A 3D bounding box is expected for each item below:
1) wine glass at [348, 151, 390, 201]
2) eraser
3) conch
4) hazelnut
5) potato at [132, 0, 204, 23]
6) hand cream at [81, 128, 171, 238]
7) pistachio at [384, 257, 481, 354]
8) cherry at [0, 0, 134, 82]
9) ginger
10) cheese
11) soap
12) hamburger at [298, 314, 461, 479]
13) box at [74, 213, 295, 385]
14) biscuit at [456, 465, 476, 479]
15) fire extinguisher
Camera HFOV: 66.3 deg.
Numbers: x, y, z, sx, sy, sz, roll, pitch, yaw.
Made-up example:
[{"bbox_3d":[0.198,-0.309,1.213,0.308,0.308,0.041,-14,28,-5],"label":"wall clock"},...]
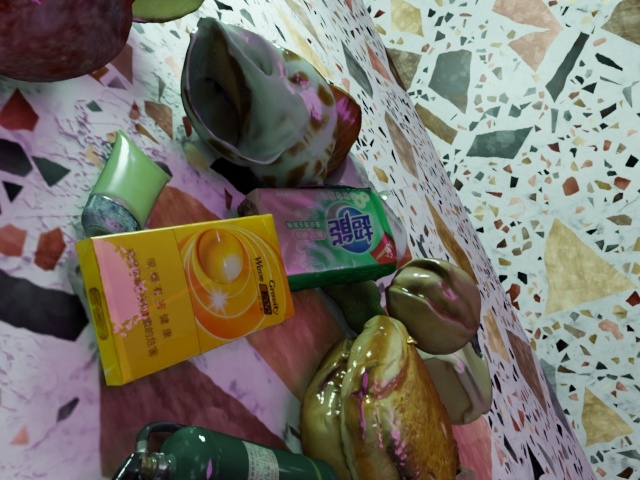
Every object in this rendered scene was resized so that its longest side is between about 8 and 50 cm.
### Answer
[{"bbox_3d":[0.110,-0.172,1.331,0.198,0.066,0.066,42,32,-34],"label":"wine glass"},{"bbox_3d":[0.106,-0.082,1.202,0.270,0.094,0.174,49,26,-28],"label":"eraser"},{"bbox_3d":[-0.090,-0.200,0.840,0.368,0.197,0.249,49,61,-20],"label":"conch"},{"bbox_3d":[0.002,-0.243,1.062,0.210,0.186,0.210,62,9,-18],"label":"hazelnut"},{"bbox_3d":[-0.340,-0.485,0.750,0.269,0.112,0.255,1,60,-64],"label":"potato"},{"bbox_3d":[-0.238,-0.058,0.602,0.095,0.045,0.175,47,25,-34],"label":"hand cream"},{"bbox_3d":[0.207,0.122,0.910,0.181,0.162,0.293,28,-6,21],"label":"pistachio"},{"bbox_3d":[-0.305,-0.268,0.526,0.175,0.192,0.250,15,52,-7],"label":"cherry"},{"bbox_3d":[0.096,0.144,0.976,0.290,0.089,0.137,53,5,-8],"label":"ginger"},{"bbox_3d":[0.317,0.301,1.181,0.266,0.127,0.233,62,26,-4],"label":"cheese"},{"bbox_3d":[-0.001,0.001,0.838,0.273,0.098,0.218,-3,70,-38],"label":"soap"},{"bbox_3d":[0.104,0.285,0.744,0.284,0.174,0.304,56,27,-6],"label":"hamburger"},{"bbox_3d":[-0.141,0.055,0.589,0.269,0.043,0.153,-14,91,-52],"label":"box"},{"bbox_3d":[0.246,0.483,0.950,0.219,0.061,0.055,19,49,-56],"label":"biscuit"},{"bbox_3d":[-0.098,0.251,0.510,0.294,0.093,0.118,37,20,-41],"label":"fire extinguisher"}]
